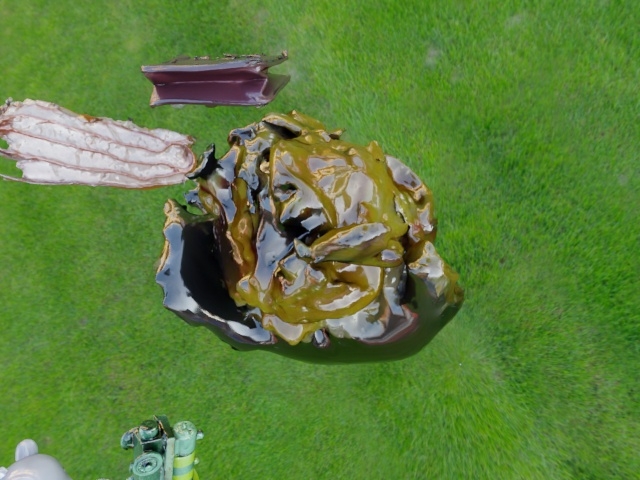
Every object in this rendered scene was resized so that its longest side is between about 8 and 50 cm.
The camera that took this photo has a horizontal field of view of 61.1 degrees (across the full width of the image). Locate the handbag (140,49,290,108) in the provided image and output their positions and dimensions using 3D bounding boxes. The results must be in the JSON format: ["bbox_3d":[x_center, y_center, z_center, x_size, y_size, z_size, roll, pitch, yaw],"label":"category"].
[{"bbox_3d":[-0.162,-0.264,0.884,0.203,0.216,0.074,0,113,5],"label":"handbag"}]

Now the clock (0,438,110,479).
[{"bbox_3d":[-0.292,0.296,0.528,0.080,0.117,0.176,-32,27,31],"label":"clock"}]

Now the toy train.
[{"bbox_3d":[-0.258,0.379,0.898,0.083,0.132,0.200,41,127,51],"label":"toy train"}]

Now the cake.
[{"bbox_3d":[-0.272,-0.115,0.689,0.135,0.287,0.098,8,96,36],"label":"cake"}]

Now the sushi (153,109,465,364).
[{"bbox_3d":[-0.005,-0.001,0.436,0.204,0.200,0.213,-35,56,32],"label":"sushi"}]
